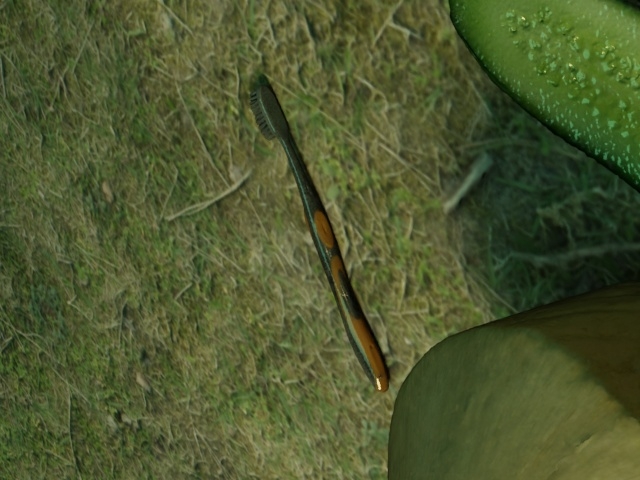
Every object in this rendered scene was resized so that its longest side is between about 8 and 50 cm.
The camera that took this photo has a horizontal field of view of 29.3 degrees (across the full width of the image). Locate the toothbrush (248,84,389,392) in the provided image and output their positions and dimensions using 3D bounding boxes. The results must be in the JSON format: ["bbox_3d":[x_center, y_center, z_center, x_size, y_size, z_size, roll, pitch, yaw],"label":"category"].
[{"bbox_3d":[0.001,0.000,1.185,0.031,0.023,0.321,-23,90,60],"label":"toothbrush"}]

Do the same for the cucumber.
[{"bbox_3d":[0.192,-0.130,0.847,0.244,0.063,0.115,41,130,29],"label":"cucumber"}]

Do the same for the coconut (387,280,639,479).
[{"bbox_3d":[0.177,0.180,0.824,0.329,0.329,0.328,27,129,39],"label":"coconut"}]
